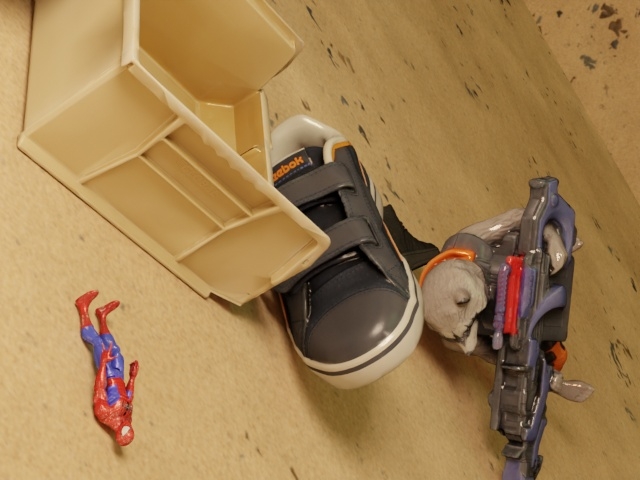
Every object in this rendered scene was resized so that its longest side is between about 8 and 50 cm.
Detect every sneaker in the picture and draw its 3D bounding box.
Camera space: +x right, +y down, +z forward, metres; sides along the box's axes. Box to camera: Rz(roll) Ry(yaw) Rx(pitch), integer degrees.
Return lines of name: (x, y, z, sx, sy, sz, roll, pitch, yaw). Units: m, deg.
sneaker: (0.075, -0.006, 1.569, 0.170, 0.051, 0.089, -16, 82, -65)
sneaker: (0.000, 0.000, 1.301, 0.127, 0.126, 0.321, 54, 10, -29)

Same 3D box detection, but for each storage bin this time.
storage bin: (-0.112, -0.120, 1.205, 0.260, 0.123, 0.262, 42, 27, -38)

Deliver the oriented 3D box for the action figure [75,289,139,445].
action figure: (-0.143, 0.088, 1.002, 0.038, 0.030, 0.115, 39, 31, -53)

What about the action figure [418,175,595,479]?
action figure: (0.198, 0.107, 1.615, 0.330, 0.178, 0.341, 20, 78, -57)
